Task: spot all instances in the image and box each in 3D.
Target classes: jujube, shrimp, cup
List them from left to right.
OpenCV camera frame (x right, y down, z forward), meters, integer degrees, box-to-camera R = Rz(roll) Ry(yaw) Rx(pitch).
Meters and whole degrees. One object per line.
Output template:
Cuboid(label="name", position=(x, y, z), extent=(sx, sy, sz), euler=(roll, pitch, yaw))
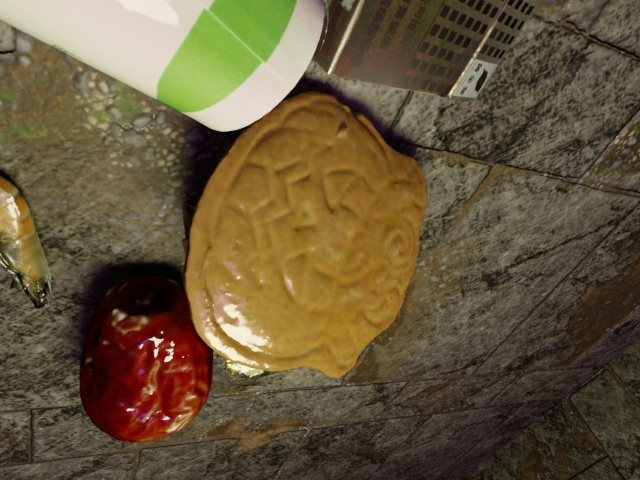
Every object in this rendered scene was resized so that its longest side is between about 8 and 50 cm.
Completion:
Cuboid(label="shrimp", position=(-0.491, 0.009, 0.632), extent=(0.198, 0.051, 0.262), euler=(-5, 132, -9))
Cuboid(label="jujube", position=(-0.301, 0.211, 0.797), extent=(0.223, 0.223, 0.318), euler=(-2, 129, -21))
Cuboid(label="cup", position=(-0.147, -0.239, 0.392), extent=(0.253, 0.253, 0.274), euler=(-39, 141, 17))

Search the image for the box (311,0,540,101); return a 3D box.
Cuboid(label="box", position=(0.145, -0.266, 0.540), extent=(0.324, 0.047, 0.180), euler=(-10, 140, -44))

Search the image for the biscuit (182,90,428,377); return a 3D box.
Cuboid(label="biscuit", position=(0.001, 0.000, 0.641), extent=(0.365, 0.062, 0.385), euler=(28, 78, -32))

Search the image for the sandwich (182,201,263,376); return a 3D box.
Cuboid(label="sandwich", position=(-0.110, 0.050, 0.695), extent=(0.155, 0.227, 0.198), euler=(-18, 137, -6))
